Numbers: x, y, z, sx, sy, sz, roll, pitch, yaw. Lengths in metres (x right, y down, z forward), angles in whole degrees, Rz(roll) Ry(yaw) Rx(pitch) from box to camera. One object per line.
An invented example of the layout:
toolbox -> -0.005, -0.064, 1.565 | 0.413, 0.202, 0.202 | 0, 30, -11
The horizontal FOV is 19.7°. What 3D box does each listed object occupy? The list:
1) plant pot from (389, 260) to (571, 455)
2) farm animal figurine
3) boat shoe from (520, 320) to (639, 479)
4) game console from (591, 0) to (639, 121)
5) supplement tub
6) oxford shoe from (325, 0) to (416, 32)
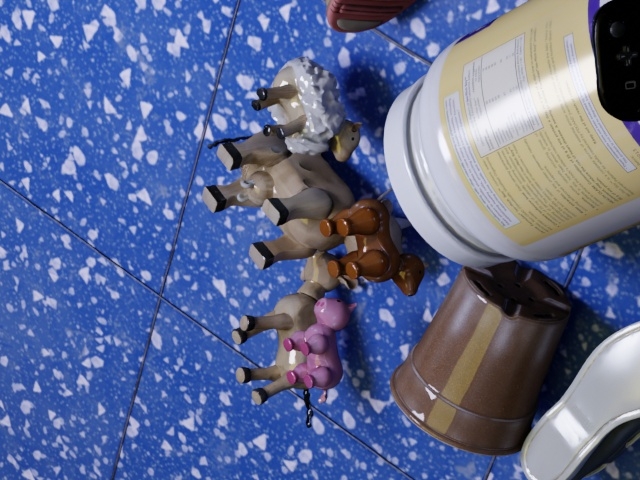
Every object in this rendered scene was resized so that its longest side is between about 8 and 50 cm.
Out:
plant pot -> 0.181, 0.115, 1.984 | 0.167, 0.167, 0.165 | 34, 119, 23
farm animal figurine -> 0.000, 0.000, 2.080 | 0.326, 0.172, 0.330 | 62, 142, 17
boat shoe -> 0.315, 0.172, 1.938 | 0.095, 0.079, 0.254 | 51, 120, 29
game console -> 0.404, -0.160, 1.578 | 0.044, 0.361, 0.213 | -174, 75, -78
supplement tub -> 0.246, -0.120, 1.764 | 0.331, 0.241, 0.241 | -25, 92, 42
oxford shoe -> 0.087, -0.367, 1.893 | 0.130, 0.123, 0.348 | 59, 134, 33
